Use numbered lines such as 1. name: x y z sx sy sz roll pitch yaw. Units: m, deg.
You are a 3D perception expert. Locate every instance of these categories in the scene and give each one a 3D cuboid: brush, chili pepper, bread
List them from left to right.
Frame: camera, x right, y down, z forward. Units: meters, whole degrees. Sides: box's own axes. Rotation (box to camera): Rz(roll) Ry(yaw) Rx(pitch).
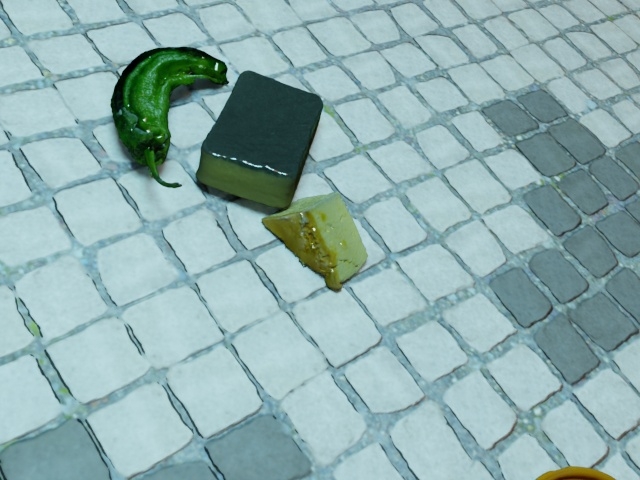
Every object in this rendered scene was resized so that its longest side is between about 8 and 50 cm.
1. chili pepper: -0.196 -0.159 0.920 0.122 0.065 0.279 16 46 -5
2. brush: -0.073 -0.133 0.946 0.123 0.059 0.197 17 44 -2
3. bread: 0.000 0.000 0.904 0.084 0.080 0.109 -36 105 -36

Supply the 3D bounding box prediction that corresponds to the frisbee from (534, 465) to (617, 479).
1. frisbee: 0.276 0.323 0.746 0.192 0.035 0.192 11 50 -14
